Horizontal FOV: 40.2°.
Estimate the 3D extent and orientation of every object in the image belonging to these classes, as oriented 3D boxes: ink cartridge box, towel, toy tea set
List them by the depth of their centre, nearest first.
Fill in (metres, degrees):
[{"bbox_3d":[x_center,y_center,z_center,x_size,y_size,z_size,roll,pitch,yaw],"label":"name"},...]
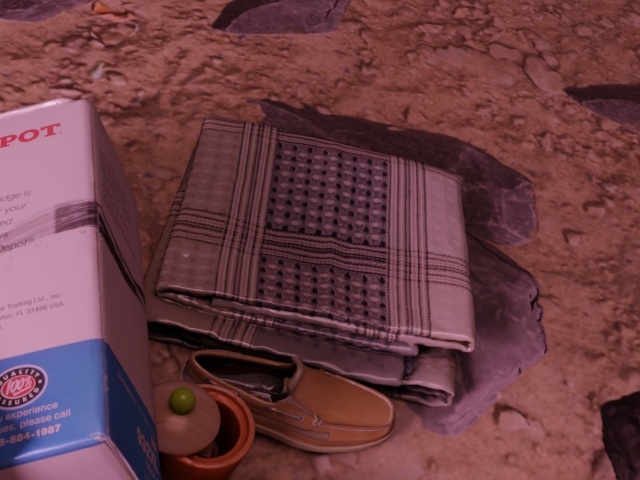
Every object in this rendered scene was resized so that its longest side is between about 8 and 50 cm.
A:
[{"bbox_3d":[-0.044,0.231,0.583,0.200,0.124,0.336,-24,59,-36],"label":"toy tea set"},{"bbox_3d":[-0.246,0.063,0.627,0.223,0.129,0.307,-15,50,0],"label":"ink cartridge box"},{"bbox_3d":[0.000,0.000,0.877,0.312,0.056,0.324,14,45,-6],"label":"towel"}]

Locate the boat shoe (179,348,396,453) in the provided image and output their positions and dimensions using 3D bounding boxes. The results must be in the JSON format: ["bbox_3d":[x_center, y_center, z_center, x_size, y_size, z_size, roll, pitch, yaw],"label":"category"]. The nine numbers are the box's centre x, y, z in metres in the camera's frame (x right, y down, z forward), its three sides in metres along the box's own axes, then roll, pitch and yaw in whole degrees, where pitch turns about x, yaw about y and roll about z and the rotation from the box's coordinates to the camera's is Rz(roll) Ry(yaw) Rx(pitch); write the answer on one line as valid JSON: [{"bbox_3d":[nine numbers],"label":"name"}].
[{"bbox_3d":[-0.022,0.129,0.728,0.190,0.072,0.068,9,45,-11],"label":"boat shoe"}]
